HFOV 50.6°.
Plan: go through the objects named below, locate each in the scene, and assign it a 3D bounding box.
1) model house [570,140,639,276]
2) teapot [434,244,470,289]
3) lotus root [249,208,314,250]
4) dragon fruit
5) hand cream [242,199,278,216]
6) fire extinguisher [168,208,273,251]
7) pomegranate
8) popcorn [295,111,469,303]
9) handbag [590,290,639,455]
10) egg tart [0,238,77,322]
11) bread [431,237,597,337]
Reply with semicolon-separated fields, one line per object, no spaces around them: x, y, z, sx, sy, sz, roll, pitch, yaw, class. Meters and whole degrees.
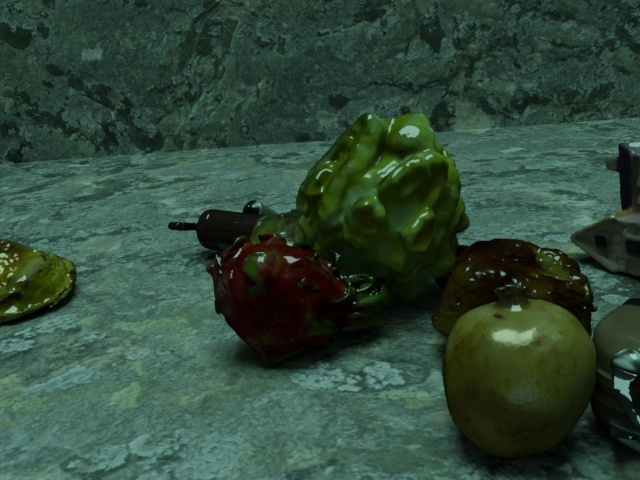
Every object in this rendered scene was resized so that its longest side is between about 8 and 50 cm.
0.600;-0.055;1.247;0.202;0.237;0.237;-20;17;-21;model house
0.262;0.059;1.244;0.129;0.078;0.098;-15;63;-27;teapot
-0.062;0.019;1.300;0.154;0.154;0.278;-1;32;13;lotus root
-0.037;0.074;1.071;0.269;0.198;0.200;-16;63;-23;dragon fruit
-0.120;-0.049;1.631;0.087;0.054;0.186;7;-12;35;hand cream
-0.176;-0.013;1.511;0.341;0.105;0.141;7;-4;25;fire extinguisher
0.222;0.141;0.776;0.196;0.196;0.196;-5;17;2;pomegranate
0.114;-0.061;1.160;0.312;0.312;0.312;-5;17;2;popcorn
0.434;0.167;0.725;0.283;0.149;0.302;-19;24;-33;handbag
-0.645;0.075;1.373;0.297;0.132;0.297;-3;23;1;egg tart
0.300;0.087;1.032;0.232;0.135;0.247;17;23;21;bread
